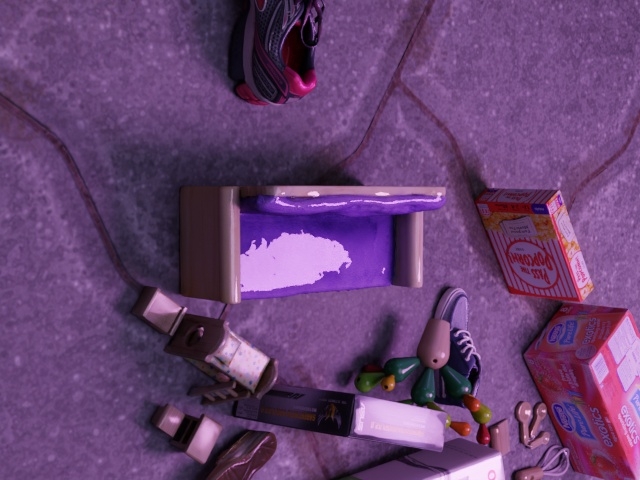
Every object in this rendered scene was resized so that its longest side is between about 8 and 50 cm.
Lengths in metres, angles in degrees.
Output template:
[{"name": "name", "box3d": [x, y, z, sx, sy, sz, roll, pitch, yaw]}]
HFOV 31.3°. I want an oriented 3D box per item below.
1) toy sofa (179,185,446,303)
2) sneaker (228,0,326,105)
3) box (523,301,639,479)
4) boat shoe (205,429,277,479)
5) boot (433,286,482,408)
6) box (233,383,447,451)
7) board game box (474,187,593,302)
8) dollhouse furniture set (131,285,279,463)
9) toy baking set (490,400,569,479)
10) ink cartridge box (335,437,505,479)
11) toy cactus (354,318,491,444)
[{"name": "toy sofa", "box3d": [0.000, 0.000, 1.534, 0.362, 0.177, 0.150, -3, 95, -43]}, {"name": "sneaker", "box3d": [-0.044, -0.330, 1.511, 0.120, 0.112, 0.299, -4, 96, -42]}, {"name": "box", "box3d": [0.502, 0.273, 2.032, 0.154, 0.142, 0.300, -45, 122, -30]}, {"name": "boat shoe", "box3d": [-0.116, 0.304, 1.540, 0.135, 0.045, 0.050, -36, 124, -39]}, {"name": "boot", "box3d": [0.224, 0.171, 1.810, 0.069, 0.086, 0.190, 15, 83, -42]}, {"name": "box", "box3d": [0.024, 0.235, 1.537, 0.183, 0.231, 0.056, 19, 78, -42]}, {"name": "board game box", "box3d": [0.351, 0.006, 1.873, 0.045, 0.146, 0.193, -42, 119, -32]}, {"name": "dollhouse furniture set", "box3d": [-0.168, 0.175, 1.444, 0.182, 0.101, 0.161, 41, 67, -36]}, {"name": "toy baking set", "box3d": [0.369, 0.398, 1.998, 0.197, 0.030, 0.256, -44, 120, -31]}, {"name": "ink cartridge box", "box3d": [0.147, 0.433, 1.705, 0.272, 0.114, 0.198, -13, 99, -29]}, {"name": "toy cactus", "box3d": [0.163, 0.211, 1.721, 0.219, 0.112, 0.181, 14, 73, 2]}]
